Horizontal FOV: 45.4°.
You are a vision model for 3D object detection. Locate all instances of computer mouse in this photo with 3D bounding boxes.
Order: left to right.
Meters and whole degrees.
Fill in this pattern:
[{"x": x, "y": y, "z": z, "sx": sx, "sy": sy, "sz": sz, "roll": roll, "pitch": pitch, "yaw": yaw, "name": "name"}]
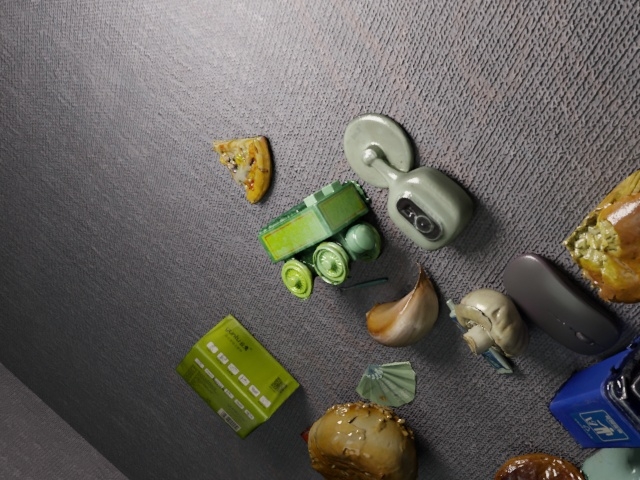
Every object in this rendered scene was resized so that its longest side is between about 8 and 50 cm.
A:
[{"x": 0.433, "y": 0.120, "z": 1.392, "sx": 0.232, "sy": 0.057, "sz": 0.120, "roll": 43, "pitch": 140, "yaw": 6, "name": "computer mouse"}]

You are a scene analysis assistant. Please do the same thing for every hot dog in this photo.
[{"x": 0.490, "y": 0.540, "z": 1.640, "sx": 0.227, "sy": 0.099, "sz": 0.160, "roll": 21, "pitch": 133, "yaw": 27, "name": "hot dog"}]

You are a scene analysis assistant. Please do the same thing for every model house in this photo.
[{"x": 0.618, "y": 0.474, "z": 1.487, "sx": 0.149, "sy": 0.119, "sz": 0.148, "roll": 33, "pitch": 119, "yaw": -19, "name": "model house"}]

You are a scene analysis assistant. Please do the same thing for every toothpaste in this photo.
[{"x": 0.323, "y": 0.198, "z": 1.571, "sx": 0.197, "sy": 0.035, "sz": 0.057, "roll": 51, "pitch": 156, "yaw": -5, "name": "toothpaste"}]

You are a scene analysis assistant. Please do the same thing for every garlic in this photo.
[{"x": 0.187, "y": 0.161, "z": 1.614, "sx": 0.115, "sy": 0.128, "sz": 0.206, "roll": 29, "pitch": 134, "yaw": -14, "name": "garlic"}]

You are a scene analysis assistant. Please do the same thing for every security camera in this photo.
[{"x": 0.149, "y": -0.112, "z": 1.449, "sx": 0.301, "sy": 0.080, "sz": 0.157, "roll": 45, "pitch": 140, "yaw": 8, "name": "security camera"}]

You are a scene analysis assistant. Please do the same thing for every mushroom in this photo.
[{"x": 0.324, "y": 0.164, "z": 1.457, "sx": 0.154, "sy": 0.122, "sz": 0.154, "roll": 42, "pitch": 168, "yaw": 11, "name": "mushroom"}]

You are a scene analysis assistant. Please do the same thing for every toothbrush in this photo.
[{"x": 0.088, "y": 0.103, "z": 1.714, "sx": 0.167, "sy": 0.014, "sz": 0.011, "roll": -17, "pitch": 100, "yaw": 47, "name": "toothbrush"}]

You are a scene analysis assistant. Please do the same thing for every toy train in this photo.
[{"x": 0.000, "y": 0.000, "z": 1.607, "sx": 0.272, "sy": 0.159, "sz": 0.188, "roll": -25, "pitch": 97, "yaw": 49, "name": "toy train"}]

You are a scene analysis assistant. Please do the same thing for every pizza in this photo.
[{"x": -0.178, "y": -0.185, "z": 1.706, "sx": 0.176, "sy": 0.036, "sz": 0.184, "roll": 38, "pitch": 138, "yaw": 12, "name": "pizza"}]

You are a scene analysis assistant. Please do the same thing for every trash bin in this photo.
[{"x": 0.537, "y": 0.277, "z": 1.356, "sx": 0.162, "sy": 0.184, "sz": 0.234, "roll": 49, "pitch": 152, "yaw": 4, "name": "trash bin"}]

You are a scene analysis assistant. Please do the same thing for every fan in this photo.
[{"x": 0.162, "y": 0.348, "z": 1.850, "sx": 0.131, "sy": 0.009, "sz": 0.240, "roll": 46, "pitch": 139, "yaw": -1, "name": "fan"}]

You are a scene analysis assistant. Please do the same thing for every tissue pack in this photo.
[{"x": -0.229, "y": 0.372, "z": 2.089, "sx": 0.274, "sy": 0.167, "sz": 0.200, "roll": 46, "pitch": 138, "yaw": 5, "name": "tissue pack"}]

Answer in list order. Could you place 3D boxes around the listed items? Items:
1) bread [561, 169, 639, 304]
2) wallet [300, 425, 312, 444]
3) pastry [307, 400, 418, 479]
[{"x": 0.504, "y": -0.007, "z": 1.176, "sx": 0.179, "sy": 0.133, "sz": 0.250, "roll": 45, "pitch": 141, "yaw": -2, "name": "bread"}, {"x": 0.044, "y": 0.596, "z": 2.118, "sx": 0.204, "sy": 0.045, "sz": 0.142, "roll": 51, "pitch": 139, "yaw": -4, "name": "wallet"}, {"x": 0.113, "y": 0.508, "z": 1.880, "sx": 0.284, "sy": 0.184, "sz": 0.315, "roll": 29, "pitch": 147, "yaw": 9, "name": "pastry"}]
